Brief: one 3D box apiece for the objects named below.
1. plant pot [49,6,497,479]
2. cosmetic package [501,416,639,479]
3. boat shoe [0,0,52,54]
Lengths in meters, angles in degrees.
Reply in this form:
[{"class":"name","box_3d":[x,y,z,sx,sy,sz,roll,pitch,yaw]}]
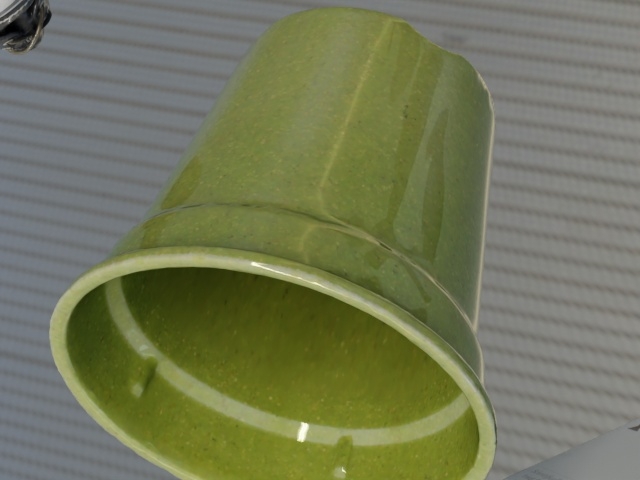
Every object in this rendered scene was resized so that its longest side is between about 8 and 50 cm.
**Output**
[{"class":"plant pot","box_3d":[0.000,0.000,1.090,0.276,0.254,0.276,11,144,9]},{"class":"cosmetic package","box_3d":[0.245,0.247,1.254,0.151,0.151,0.184,13,123,68]},{"class":"boat shoe","box_3d":[-0.227,-0.168,1.220,0.080,0.228,0.076,-43,111,-9]}]
